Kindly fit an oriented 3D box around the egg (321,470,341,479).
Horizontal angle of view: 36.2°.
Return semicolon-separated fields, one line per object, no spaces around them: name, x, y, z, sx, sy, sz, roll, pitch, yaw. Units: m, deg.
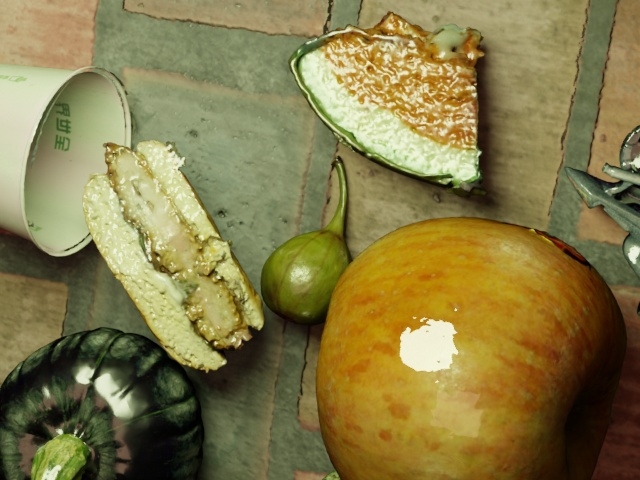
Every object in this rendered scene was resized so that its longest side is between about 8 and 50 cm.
egg;0.043;0.363;1.334;0.085;0.085;0.110;-35;100;11

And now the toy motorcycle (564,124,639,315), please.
toy motorcycle;0.443;0.003;1.222;0.173;0.108;0.307;-33;86;17

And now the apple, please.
apple;0.165;0.158;1.152;0.334;0.400;0.400;18;98;33

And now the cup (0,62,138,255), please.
cup;-0.426;-0.133;1.312;0.274;0.253;0.253;16;97;17

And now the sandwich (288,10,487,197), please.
sandwich;0.102;-0.190;1.270;0.292;0.109;0.212;18;91;6

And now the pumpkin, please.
pumpkin;-0.307;0.263;1.295;0.296;0.296;0.295;1;95;10

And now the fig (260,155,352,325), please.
fig;0.000;0.000;1.317;0.124;0.124;0.236;17;74;9

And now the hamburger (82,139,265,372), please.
hamburger;-0.188;0.025;1.297;0.155;0.245;0.282;-31;59;-3
